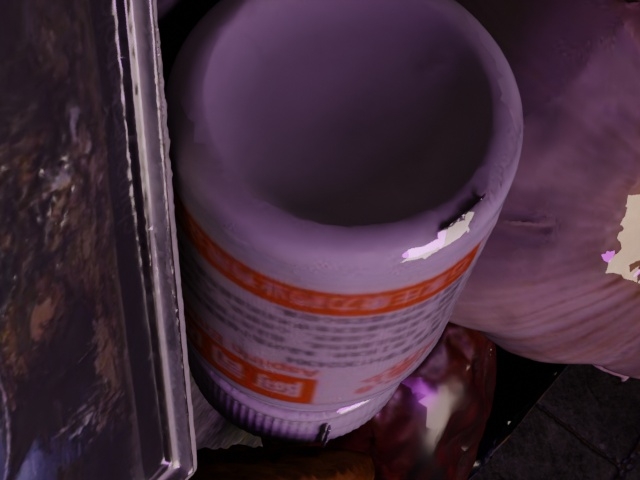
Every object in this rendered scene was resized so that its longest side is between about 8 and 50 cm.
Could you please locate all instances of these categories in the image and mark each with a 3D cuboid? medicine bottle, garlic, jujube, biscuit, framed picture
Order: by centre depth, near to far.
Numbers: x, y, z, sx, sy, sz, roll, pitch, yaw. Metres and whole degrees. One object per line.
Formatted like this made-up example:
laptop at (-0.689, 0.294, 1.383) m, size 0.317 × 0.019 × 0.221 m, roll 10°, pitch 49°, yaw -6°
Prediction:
framed picture at (-0.115, 0.037, 0.377) m, size 0.232 × 0.019 × 0.296 m, roll -41°, pitch 143°, yaw -40°
medicine bottle at (0.000, 0.000, 0.571) m, size 0.144 × 0.144 × 0.252 m, roll -47°, pitch 166°, yaw -20°
biscuit at (-0.064, 0.129, 0.672) m, size 0.188 × 0.188 × 0.027 m, roll 9°, pitch 76°, yaw -73°
garlic at (0.182, -0.064, 0.712) m, size 0.241 × 0.322 × 0.322 m, roll -75°, pitch -172°, yaw -51°
jujube at (0.046, 0.116, 0.911) m, size 0.183 × 0.183 × 0.243 m, roll -43°, pitch 163°, yaw -31°

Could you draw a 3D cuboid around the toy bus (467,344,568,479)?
toy bus at (0.133, 0.145, 1.248) m, size 0.386 × 0.171 × 0.162 m, roll -37°, pitch 162°, yaw -43°
